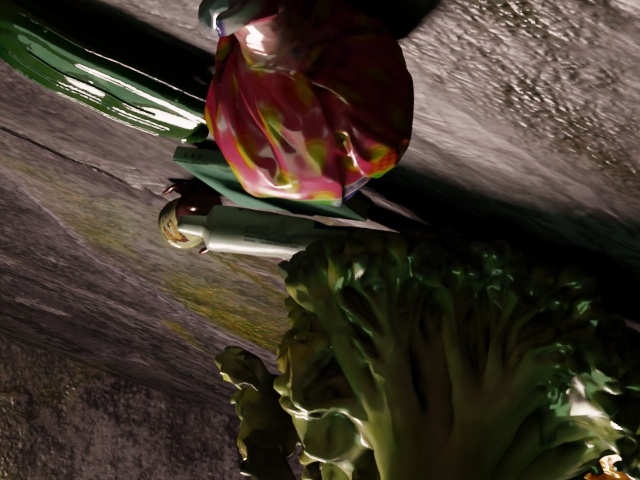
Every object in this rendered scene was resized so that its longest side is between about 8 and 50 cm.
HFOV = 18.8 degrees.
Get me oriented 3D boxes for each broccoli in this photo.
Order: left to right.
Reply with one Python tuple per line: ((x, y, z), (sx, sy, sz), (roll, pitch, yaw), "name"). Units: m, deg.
((0.092, 0.132, 1.514), (0.324, 0.272, 0.334), (36, 138, 19), "broccoli")

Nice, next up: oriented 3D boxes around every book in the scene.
((-0.037, -0.045, 1.534), (0.135, 0.017, 0.103), (8, 163, 38), "book")

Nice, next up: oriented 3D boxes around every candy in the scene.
((-0.035, -0.137, 0.993), (0.124, 0.124, 0.365), (16, 157, 22), "candy")

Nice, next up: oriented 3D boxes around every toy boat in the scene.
((-0.152, -0.117, 1.332), (0.210, 0.052, 0.104), (25, 169, -15), "toy boat")

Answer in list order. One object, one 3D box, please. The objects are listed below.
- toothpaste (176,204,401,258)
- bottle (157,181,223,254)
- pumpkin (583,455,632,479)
((0.000, 0.000, 1.560), (0.233, 0.038, 0.060), (7, 176, -2), "toothpaste")
((-0.113, -0.022, 1.694), (0.063, 0.047, 0.101), (33, 165, -9), "bottle")
((0.234, 0.135, 1.714), (0.312, 0.169, 0.148), (33, -159, -19), "pumpkin")
